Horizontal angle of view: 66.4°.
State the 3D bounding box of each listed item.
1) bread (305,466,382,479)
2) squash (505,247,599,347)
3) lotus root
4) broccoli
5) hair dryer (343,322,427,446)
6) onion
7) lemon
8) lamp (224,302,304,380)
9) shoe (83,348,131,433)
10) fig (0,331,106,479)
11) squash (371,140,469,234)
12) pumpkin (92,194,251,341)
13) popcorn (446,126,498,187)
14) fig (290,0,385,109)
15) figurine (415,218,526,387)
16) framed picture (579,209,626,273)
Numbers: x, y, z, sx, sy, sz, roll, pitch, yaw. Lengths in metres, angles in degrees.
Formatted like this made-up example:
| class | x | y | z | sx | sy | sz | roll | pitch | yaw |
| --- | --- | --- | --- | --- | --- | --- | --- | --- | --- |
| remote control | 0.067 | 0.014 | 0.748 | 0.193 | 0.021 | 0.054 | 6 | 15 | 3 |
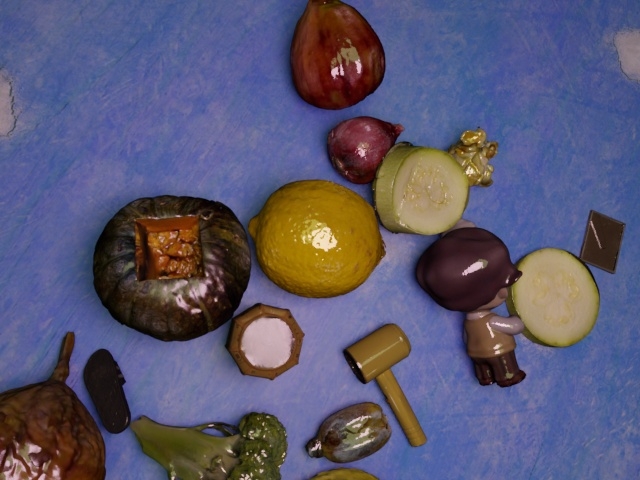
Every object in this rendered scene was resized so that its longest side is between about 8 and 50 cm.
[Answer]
| class | x | y | z | sx | sy | sz | roll | pitch | yaw |
| --- | --- | --- | --- | --- | --- | --- | --- | --- | --- |
| bread | 0.061 | 0.649 | 0.921 | 0.349 | 0.308 | 0.347 | 1 | 84 | -9 |
| squash | 0.590 | 0.140 | 1.245 | 0.252 | 0.049 | 0.251 | 2 | 78 | -11 |
| lotus root | 0.060 | 0.425 | 1.069 | 0.192 | 0.088 | 0.113 | -19 | 87 | -8 |
| broccoli | -0.215 | 0.479 | 0.972 | 0.302 | 0.186 | 0.254 | -10 | 46 | 6 |
| hair dryer | 0.174 | 0.337 | 1.117 | 0.135 | 0.090 | 0.278 | -29 | 93 | -16 |
| onion | 0.114 | -0.224 | 1.156 | 0.195 | 0.159 | 0.159 | -32 | 88 | -14 |
| lemon | 0.000 | 0.000 | 1.043 | 0.311 | 0.253 | 0.253 | 14 | 78 | -13 |
| lamp | -0.119 | 0.208 | 1.019 | 0.161 | 0.185 | 0.161 | 2 | 81 | -10 |
| shoe | -0.432 | 0.312 | 1.010 | 0.071 | 0.049 | 0.179 | -31 | 66 | -2 |
| fig | -0.526 | 0.331 | 0.905 | 0.287 | 0.286 | 0.368 | 9 | 57 | -10 |
| squash | 0.222 | -0.115 | 1.122 | 0.220 | 0.133 | 0.220 | -11 | 108 | -36 |
| pumpkin | -0.296 | 0.051 | 0.993 | 0.321 | 0.192 | 0.320 | 3 | 67 | -7 |
| popcorn | 0.360 | -0.190 | 1.206 | 0.141 | 0.136 | 0.162 | -44 | 130 | -9 |
| fig | 0.038 | -0.431 | 1.148 | 0.224 | 0.224 | 0.262 | -10 | 79 | -13 |
| figurine | 0.375 | 0.137 | 1.122 | 0.206 | 0.218 | 0.364 | -32 | 94 | -16 |
| framed picture | 0.758 | 0.003 | 1.315 | 0.109 | 0.011 | 0.149 | 22 | 77 | -7 |
